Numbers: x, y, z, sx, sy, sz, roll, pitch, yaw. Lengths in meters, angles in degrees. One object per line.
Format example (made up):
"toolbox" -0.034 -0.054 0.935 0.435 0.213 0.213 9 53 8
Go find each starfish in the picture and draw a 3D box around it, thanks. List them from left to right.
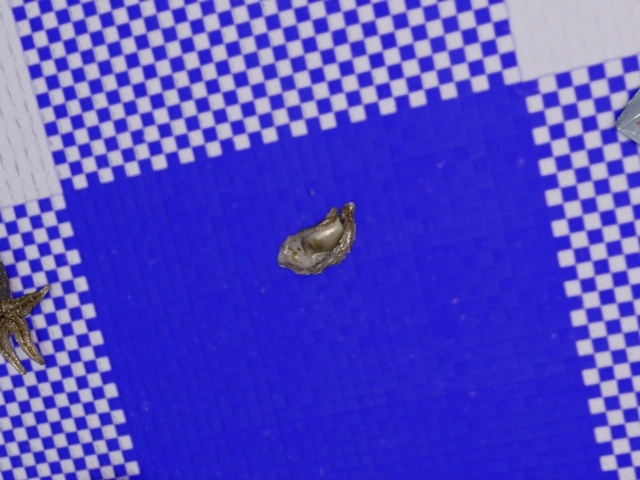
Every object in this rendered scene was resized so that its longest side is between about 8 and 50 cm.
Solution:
"starfish" -0.363 0.076 0.955 0.130 0.041 0.133 6 94 0

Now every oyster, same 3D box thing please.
"oyster" 0.000 0.000 0.893 0.083 0.038 0.081 3 74 37

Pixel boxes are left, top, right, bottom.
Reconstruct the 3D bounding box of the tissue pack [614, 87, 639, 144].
"tissue pack" 0.382 -0.094 0.802 0.193 0.026 0.123 41 103 1
